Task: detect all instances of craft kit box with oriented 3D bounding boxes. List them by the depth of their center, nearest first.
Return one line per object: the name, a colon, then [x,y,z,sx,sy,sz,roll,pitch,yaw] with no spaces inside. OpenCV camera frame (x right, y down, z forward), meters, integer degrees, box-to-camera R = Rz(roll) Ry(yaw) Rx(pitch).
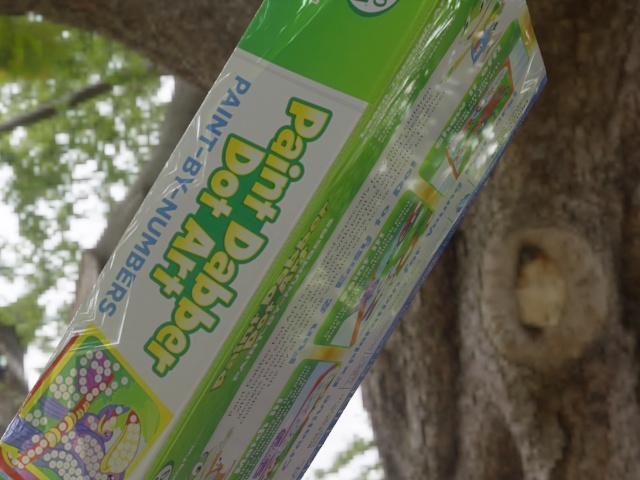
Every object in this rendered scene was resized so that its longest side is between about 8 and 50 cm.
craft kit box: [0.000,0.000,0.503,0.061,0.250,0.246,32,1,12]
